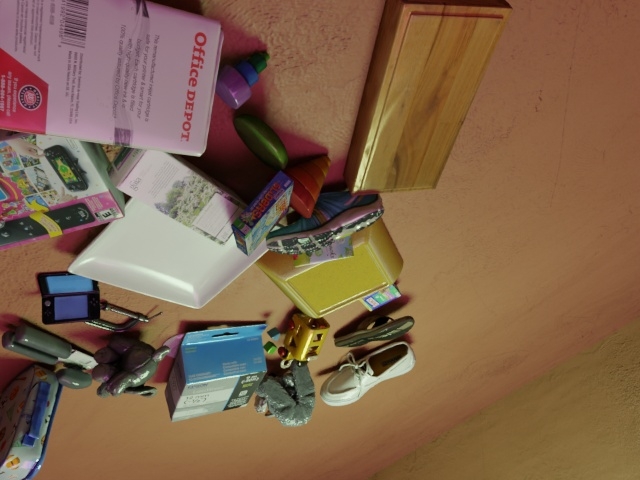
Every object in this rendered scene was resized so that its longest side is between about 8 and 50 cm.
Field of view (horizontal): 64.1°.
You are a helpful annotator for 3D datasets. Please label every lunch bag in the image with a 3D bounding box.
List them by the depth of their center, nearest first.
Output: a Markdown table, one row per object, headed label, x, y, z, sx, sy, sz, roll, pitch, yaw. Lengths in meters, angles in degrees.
| label | x | y | z | sx | sy | sz | roll | pitch | yaw |
| --- | --- | --- | --- | --- | --- | --- | --- | --- | --- |
| lunch bag | -0.768 | 0.487 | 1.308 | 0.243 | 0.303 | 0.115 | -36 | 130 | 22 |

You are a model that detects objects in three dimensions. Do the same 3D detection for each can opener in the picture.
| label | x | y | z | sx | sy | sz | roll | pitch | yaw |
| --- | --- | --- | --- | --- | --- | --- | --- | --- | --- |
| can opener | -0.670 | 0.303 | 1.292 | 0.076 | 0.095 | 0.283 | -24 | 148 | 5 |

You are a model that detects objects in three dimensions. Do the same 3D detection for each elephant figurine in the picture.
| label | x | y | z | sx | sy | sz | roll | pitch | yaw |
| --- | --- | --- | --- | --- | --- | --- | --- | --- | --- |
| elephant figurine | -0.519 | 0.363 | 1.407 | 0.186 | 0.169 | 0.239 | 26 | 148 | 11 |

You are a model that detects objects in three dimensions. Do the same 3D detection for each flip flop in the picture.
| label | x | y | z | sx | sy | sz | roll | pitch | yaw |
| --- | --- | --- | --- | --- | --- | --- | --- | --- | --- |
| flip flop | 0.165 | 0.280 | 1.636 | 0.277 | 0.080 | 0.112 | -22 | 149 | 29 |

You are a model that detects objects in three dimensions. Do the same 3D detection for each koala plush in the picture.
| label | x | y | z | sx | sy | sz | roll | pitch | yaw |
| --- | --- | --- | --- | --- | --- | --- | --- | --- | --- |
| koala plush | -0.131 | 0.522 | 1.725 | 0.196 | 0.203 | 0.221 | -24 | 177 | -30 |

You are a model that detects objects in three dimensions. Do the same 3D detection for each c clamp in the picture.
| label | x | y | z | sx | sy | sz | roll | pitch | yaw |
| --- | --- | --- | --- | --- | --- | --- | --- | --- | --- |
| c clamp | -0.507 | 0.190 | 1.290 | 0.137 | 0.022 | 0.161 | -35 | 141 | 27 |

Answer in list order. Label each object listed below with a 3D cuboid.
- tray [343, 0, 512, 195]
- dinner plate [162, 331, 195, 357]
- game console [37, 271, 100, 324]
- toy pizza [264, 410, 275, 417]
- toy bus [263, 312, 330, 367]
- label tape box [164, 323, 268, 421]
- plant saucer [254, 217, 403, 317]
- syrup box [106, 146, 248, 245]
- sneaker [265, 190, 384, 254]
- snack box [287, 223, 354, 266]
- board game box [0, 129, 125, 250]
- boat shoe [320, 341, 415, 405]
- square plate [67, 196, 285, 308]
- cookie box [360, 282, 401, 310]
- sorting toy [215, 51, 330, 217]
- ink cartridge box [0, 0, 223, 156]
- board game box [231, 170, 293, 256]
| label | x | y | z | sx | sy | sz | roll | pitch | yaw |
| --- | --- | --- | --- | --- | --- | --- | --- | --- | --- |
| tray | 0.186 | -0.263 | 0.988 | 0.203 | 0.076 | 0.411 | -5 | 141 | -16 |
| dinner plate | -0.386 | 0.311 | 1.486 | 0.141 | 0.017 | 0.141 | -13 | 142 | -10 |
| game console | -0.566 | 0.130 | 1.153 | 0.122 | 0.107 | 0.071 | -3 | 167 | -19 |
| toy pizza | -0.113 | 0.587 | 1.865 | 0.201 | 0.032 | 0.201 | -23 | 173 | -3 |
| toy bus | -0.048 | 0.309 | 1.510 | 0.191 | 0.104 | 0.202 | -39 | 138 | -10 |
| label tape box | -0.304 | 0.395 | 1.526 | 0.249 | 0.115 | 0.347 | -2 | 141 | -31 |
| plant saucer | 0.041 | 0.081 | 1.336 | 0.333 | 0.081 | 0.332 | -26 | 141 | 8 |
| syrup box | -0.251 | -0.091 | 0.924 | 0.237 | 0.096 | 0.093 | 34 | 96 | -41 |
| sneaker | 0.003 | -0.049 | 1.138 | 0.275 | 0.110 | 0.107 | -23 | 161 | -6 |
| snack box | 0.000 | 0.000 | 1.193 | 0.141 | 0.100 | 0.037 | -10 | -177 | 1 |
| board game box | -0.526 | -0.100 | 0.873 | 0.303 | 0.097 | 0.224 | -15 | 141 | -5 |
| boat shoe | 0.157 | 0.452 | 1.784 | 0.367 | 0.135 | 0.156 | -23 | 142 | 0 |
| square plate | -0.306 | 0.007 | 1.127 | 0.347 | 0.049 | 0.344 | -40 | 138 | 24 |
| cookie box | 0.171 | 0.154 | 1.506 | 0.107 | 0.040 | 0.092 | -28 | 142 | 13 |
| sorting toy | -0.067 | -0.199 | 0.965 | 0.126 | 0.127 | 0.365 | -46 | 140 | -13 |
| ink cartridge box | -0.295 | -0.241 | 0.725 | 0.273 | 0.114 | 0.197 | 5 | 107 | -26 |
| board game box | -0.112 | -0.046 | 1.000 | 0.136 | 0.035 | 0.201 | -50 | 177 | -13 |
